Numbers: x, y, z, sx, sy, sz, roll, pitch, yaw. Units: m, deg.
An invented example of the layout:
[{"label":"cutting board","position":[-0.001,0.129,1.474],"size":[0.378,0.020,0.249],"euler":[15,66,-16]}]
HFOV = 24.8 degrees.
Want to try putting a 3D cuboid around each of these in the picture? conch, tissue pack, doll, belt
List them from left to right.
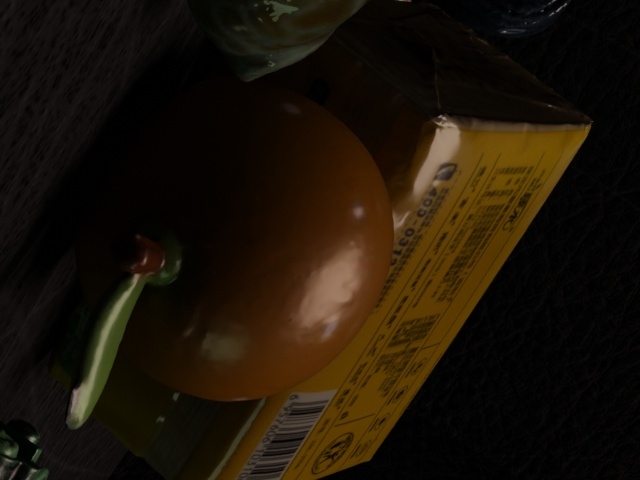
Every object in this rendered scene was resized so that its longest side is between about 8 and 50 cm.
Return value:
[{"label":"doll","position":[-0.067,0.006,0.917],"size":[0.213,0.213,0.236],"euler":[-58,165,20]},{"label":"conch","position":[-0.019,-0.158,0.761],"size":[0.173,0.106,0.116],"euler":[-34,-153,54]},{"label":"tissue pack","position":[0.000,0.000,1.192],"size":[0.293,0.228,0.382],"euler":[-5,133,-55]},{"label":"belt","position":[0.126,-0.265,1.250],"size":[0.122,0.218,0.128],"euler":[-50,-179,0]}]

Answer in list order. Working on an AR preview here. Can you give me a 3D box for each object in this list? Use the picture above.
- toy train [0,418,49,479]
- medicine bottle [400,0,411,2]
[{"label":"toy train","position":[-0.255,0.197,0.987],"size":[0.178,0.071,0.104],"euler":[-57,169,-6]},{"label":"medicine bottle","position":[0.008,-0.169,1.372],"size":[0.252,0.114,0.114],"euler":[-58,179,1]}]
